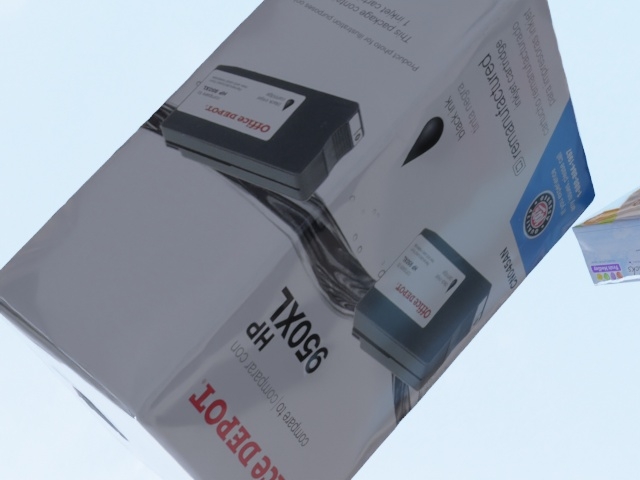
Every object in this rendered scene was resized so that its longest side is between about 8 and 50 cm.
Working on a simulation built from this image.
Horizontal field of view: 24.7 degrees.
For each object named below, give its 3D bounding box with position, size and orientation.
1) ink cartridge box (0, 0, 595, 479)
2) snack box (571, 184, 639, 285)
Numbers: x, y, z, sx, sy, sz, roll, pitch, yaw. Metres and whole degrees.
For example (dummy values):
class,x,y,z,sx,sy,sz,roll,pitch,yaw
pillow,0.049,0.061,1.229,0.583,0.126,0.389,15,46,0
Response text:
class,x,y,z,sx,sy,sz,roll,pitch,yaw
ink cartridge box,0.000,0.000,1.051,0.166,0.285,0.395,34,-105,33
snack box,0.371,-0.033,1.377,0.207,0.174,0.070,-27,-80,-30
